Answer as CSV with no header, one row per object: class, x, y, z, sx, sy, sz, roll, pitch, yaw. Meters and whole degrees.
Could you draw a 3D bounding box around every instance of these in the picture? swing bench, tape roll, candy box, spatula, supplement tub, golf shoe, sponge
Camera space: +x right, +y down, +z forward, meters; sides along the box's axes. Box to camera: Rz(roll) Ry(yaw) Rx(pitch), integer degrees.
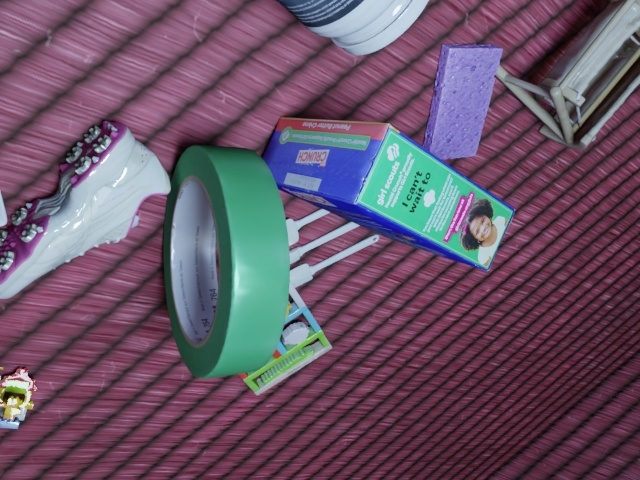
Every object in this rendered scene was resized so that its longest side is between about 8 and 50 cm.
swing bench,0.503,-0.327,1.031,0.255,0.165,0.253,29,103,-40
tape roll,-0.146,0.028,0.788,0.077,0.321,0.321,-1,121,-29
candy box,0.100,-0.077,0.890,0.317,0.268,0.122,21,90,-38
spatula,0.000,0.000,1.057,0.242,0.019,0.168,-26,129,-12
supplement tub,-0.001,-0.378,0.685,0.272,0.191,0.191,30,103,-40
golf shoe,-0.340,-0.019,0.788,0.306,0.115,0.140,-45,135,5
sponge,0.258,-0.252,1.028,0.117,0.031,0.210,-10,126,-24

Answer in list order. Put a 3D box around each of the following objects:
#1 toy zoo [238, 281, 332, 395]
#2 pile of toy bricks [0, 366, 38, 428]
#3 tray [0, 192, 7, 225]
toy zoo,-0.110,0.176,1.094,0.192,0.030,0.293,-32,132,-3
pile of toy bricks,-0.541,0.215,0.845,0.212,0.118,0.105,17,79,-27
tray,-0.550,-0.067,0.685,0.271,0.030,0.145,-10,126,-25
